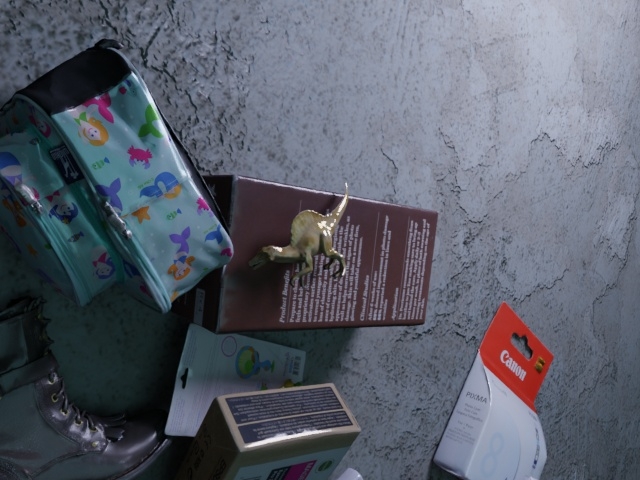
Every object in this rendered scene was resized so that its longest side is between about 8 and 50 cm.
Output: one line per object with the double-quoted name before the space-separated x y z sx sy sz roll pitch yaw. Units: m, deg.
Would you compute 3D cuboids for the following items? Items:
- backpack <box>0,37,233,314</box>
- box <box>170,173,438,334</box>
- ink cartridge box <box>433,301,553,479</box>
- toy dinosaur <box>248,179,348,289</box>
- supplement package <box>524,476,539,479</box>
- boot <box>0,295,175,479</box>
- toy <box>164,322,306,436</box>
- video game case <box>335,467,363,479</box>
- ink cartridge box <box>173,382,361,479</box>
"backpack" -0.216 -0.040 0.562 0.191 0.225 0.253 -46 119 -24
"box" -0.007 0.025 0.800 0.381 0.143 0.191 6 91 -41
"ink cartridge box" 0.432 0.378 1.231 0.308 0.091 0.385 41 71 -35
"toy dinosaur" 0.000 0.000 0.682 0.183 0.053 0.093 -38 115 -30
"supplement package" 0.399 0.623 1.128 0.244 0.139 0.134 -44 127 15
"boot" -0.296 0.172 0.613 0.263 0.091 0.229 -16 99 -42
"toy" -0.119 0.205 0.778 0.237 0.056 0.137 25 68 -45
"video game case" -0.010 0.580 0.869 0.329 0.036 0.300 -35 115 -29
"ink cartridge box" -0.083 0.307 0.736 0.193 0.088 0.235 6 122 -38
